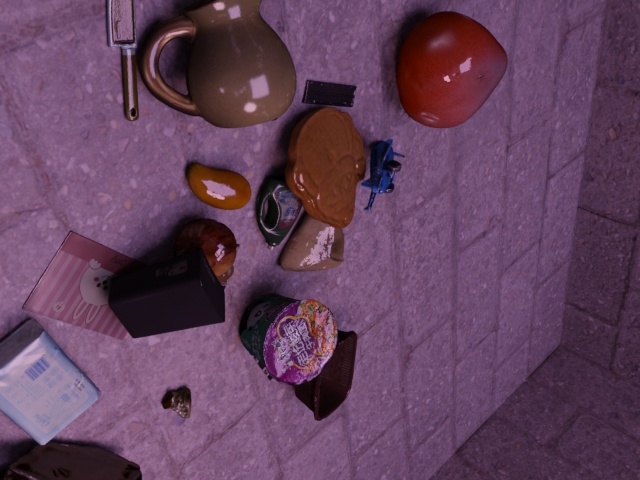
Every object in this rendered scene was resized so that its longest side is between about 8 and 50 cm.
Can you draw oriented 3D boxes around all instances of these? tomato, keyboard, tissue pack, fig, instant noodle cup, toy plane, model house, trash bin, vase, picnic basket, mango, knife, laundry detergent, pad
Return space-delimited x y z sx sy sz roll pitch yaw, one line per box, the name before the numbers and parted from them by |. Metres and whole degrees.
tomato | 0.381 -0.490 1.965 0.341 0.273 0.341 -26 129 -36
keyboard | 0.028 -0.402 1.844 0.198 0.010 0.063 -7 115 -45
tissue pack | -0.634 0.319 1.499 0.177 0.089 0.263 -42 140 -20
fig | -0.266 0.036 1.690 0.160 0.143 0.231 -29 149 10
instant noodle cup | -0.105 0.267 1.927 0.251 0.190 0.251 -9 105 -34
toy plane | 0.184 -0.215 1.981 0.271 0.105 0.254 -65 173 -48
model house | -0.651 0.654 1.622 0.282 0.297 0.317 -55 179 7
trash bin | -0.358 0.132 1.578 0.226 0.115 0.165 -14 134 6
vase | -0.224 -0.395 1.437 0.329 0.241 0.302 -16 114 -12
picnic basket | 0.006 0.427 2.202 0.222 0.129 0.296 -30 133 -49
mango | -0.249 -0.130 1.650 0.184 0.085 0.102 19 97 -45
knife | -0.401 -0.407 1.363 0.061 0.027 0.343 -16 123 -36
laundry detergent | -0.120 -0.072 1.843 0.137 0.063 0.210 0 115 -44
pad | -0.516 0.116 1.567 0.202 0.005 0.300 -59 141 -3

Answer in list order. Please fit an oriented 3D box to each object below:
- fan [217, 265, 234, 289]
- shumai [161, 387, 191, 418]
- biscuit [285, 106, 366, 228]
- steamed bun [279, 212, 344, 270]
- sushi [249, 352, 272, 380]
fan | -0.325 0.113 1.767 0.227 0.008 0.152 20 98 -53
shumai | -0.400 0.453 1.863 0.081 0.082 0.083 1 81 -12
biscuit | 0.032 -0.204 1.857 0.312 0.057 0.351 -61 139 -27
steamed bun | 0.009 0.018 2.001 0.212 0.110 0.231 28 93 -51
sushi | -0.115 0.331 2.096 0.192 0.050 0.215 -45 139 -19
